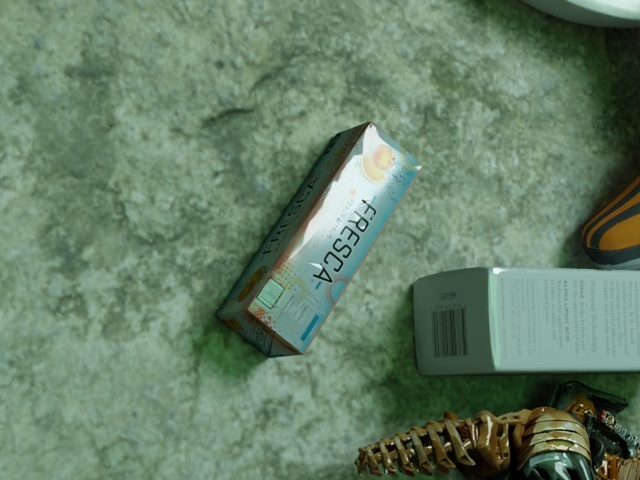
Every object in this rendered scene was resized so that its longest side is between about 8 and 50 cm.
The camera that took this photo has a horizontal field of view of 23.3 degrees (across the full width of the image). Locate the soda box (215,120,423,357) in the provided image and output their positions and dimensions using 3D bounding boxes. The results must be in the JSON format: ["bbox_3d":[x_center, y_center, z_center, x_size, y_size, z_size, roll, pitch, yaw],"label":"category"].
[{"bbox_3d":[0.000,0.000,1.167,0.058,0.063,0.183,40,69,-17],"label":"soda box"}]

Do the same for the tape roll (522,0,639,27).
[{"bbox_3d":[0.262,-0.372,1.286,0.392,0.072,0.392,0,91,-13],"label":"tape roll"}]

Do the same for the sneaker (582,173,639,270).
[{"bbox_3d":[0.322,-0.120,1.253,0.321,0.124,0.180,-35,108,7],"label":"sneaker"}]

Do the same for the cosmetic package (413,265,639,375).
[{"bbox_3d":[0.202,0.066,1.230,0.231,0.117,0.085,0,84,-27],"label":"cosmetic package"}]

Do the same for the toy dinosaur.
[{"bbox_3d":[0.172,0.209,1.207,0.322,0.164,0.218,7,65,-7],"label":"toy dinosaur"}]
